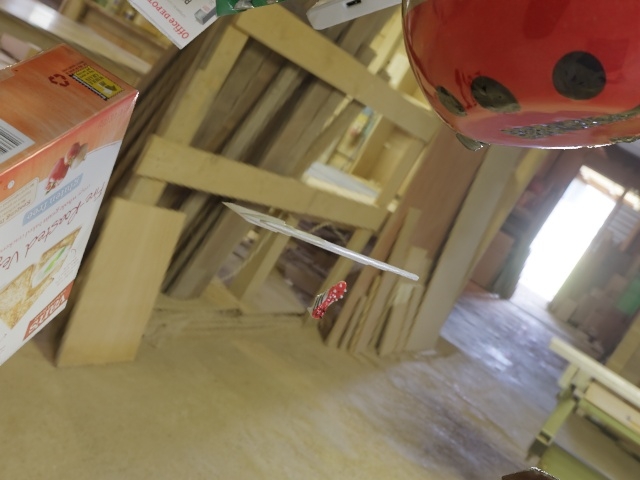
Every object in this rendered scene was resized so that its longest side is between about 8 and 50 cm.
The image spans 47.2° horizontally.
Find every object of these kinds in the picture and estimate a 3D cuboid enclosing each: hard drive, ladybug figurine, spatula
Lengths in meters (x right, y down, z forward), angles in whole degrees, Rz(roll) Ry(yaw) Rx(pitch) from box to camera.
[{"bbox_3d":[0.156,-0.518,1.355,0.233,0.353,0.047,-1,-52,48],"label":"hard drive"},{"bbox_3d":[0.233,-0.186,0.716,0.305,0.162,0.449,11,0,-11],"label":"ladybug figurine"},{"bbox_3d":[0.000,0.000,0.959,0.242,0.019,0.168,20,-3,-29],"label":"spatula"}]

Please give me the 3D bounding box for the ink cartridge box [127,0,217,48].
[{"bbox_3d":[-0.198,-0.430,1.153,0.092,0.218,0.158,58,9,22],"label":"ink cartridge box"}]

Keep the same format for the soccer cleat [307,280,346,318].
[{"bbox_3d":[0.010,0.100,1.275,0.029,0.083,0.035,43,-4,-40],"label":"soccer cleat"}]

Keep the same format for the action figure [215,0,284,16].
[{"bbox_3d":[-0.105,-0.428,0.965,0.137,0.232,0.063,-9,12,14],"label":"action figure"}]

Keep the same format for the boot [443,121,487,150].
[{"bbox_3d":[0.270,-0.259,1.360,0.246,0.083,0.161,48,-26,-27],"label":"boot"}]

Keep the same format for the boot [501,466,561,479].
[{"bbox_3d":[0.175,0.222,0.546,0.114,0.037,0.106,16,34,40],"label":"boot"}]

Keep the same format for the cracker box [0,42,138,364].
[{"bbox_3d":[-0.218,0.000,0.488,0.067,0.232,0.156,33,37,1],"label":"cracker box"}]
